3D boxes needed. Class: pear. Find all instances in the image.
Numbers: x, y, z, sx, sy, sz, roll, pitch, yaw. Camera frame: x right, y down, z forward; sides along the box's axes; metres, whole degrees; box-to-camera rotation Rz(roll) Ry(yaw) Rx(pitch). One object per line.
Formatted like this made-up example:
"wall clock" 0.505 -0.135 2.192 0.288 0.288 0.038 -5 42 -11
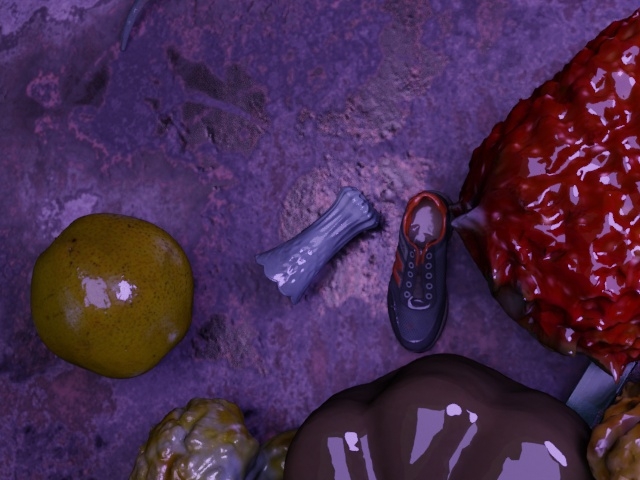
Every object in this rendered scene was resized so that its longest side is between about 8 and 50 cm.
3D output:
"pear" -0.250 0.065 0.919 0.198 0.198 0.198 -2 82 15

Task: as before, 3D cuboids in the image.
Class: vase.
"vase" 0.000 0.000 0.912 0.149 0.081 0.081 -42 75 3

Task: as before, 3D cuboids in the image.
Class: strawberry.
"strawberry" 0.300 -0.051 0.724 0.343 0.292 0.292 -47 74 18

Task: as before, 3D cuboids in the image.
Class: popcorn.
"popcorn" -0.114 0.272 0.861 0.212 0.198 0.198 1 82 -19

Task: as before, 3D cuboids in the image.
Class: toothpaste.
"toothpaste" 0.283 0.197 0.830 0.043 0.037 0.178 31 91 21

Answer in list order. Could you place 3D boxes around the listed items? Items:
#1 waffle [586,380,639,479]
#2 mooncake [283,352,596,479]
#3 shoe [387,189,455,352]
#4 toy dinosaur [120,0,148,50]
"waffle" 0.390 0.170 0.656 0.261 0.324 0.151 -13 91 37
"mooncake" 0.120 0.306 0.753 0.378 0.201 0.378 -1 88 21
"shoe" 0.113 0.032 0.875 0.074 0.077 0.194 7 84 15
"toy dinosaur" -0.144 -0.406 1.001 0.393 0.092 0.205 -46 79 3
